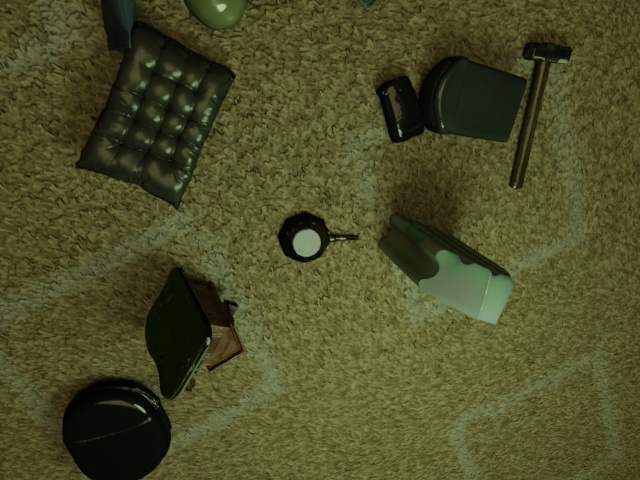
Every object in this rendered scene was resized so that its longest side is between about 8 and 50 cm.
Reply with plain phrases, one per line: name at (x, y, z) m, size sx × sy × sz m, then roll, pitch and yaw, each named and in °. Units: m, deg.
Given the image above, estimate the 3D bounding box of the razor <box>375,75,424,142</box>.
razor at (0.193, -0.315, 1.075) m, size 0.089 × 0.054 × 0.148 m, roll -26°, pitch 114°, yaw -7°

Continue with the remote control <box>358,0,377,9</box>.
remote control at (0.079, -0.566, 0.977) m, size 0.124 × 0.018 × 0.053 m, roll 40°, pitch 98°, yaw -22°

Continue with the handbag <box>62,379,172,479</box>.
handbag at (-0.534, 0.511, 1.192) m, size 0.253 × 0.093 × 0.308 m, roll -16°, pitch 112°, yaw -6°

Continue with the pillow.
pillow at (-0.349, -0.259, 0.954) m, size 0.228 × 0.101 × 0.327 m, roll 23°, pitch 105°, yaw -22°

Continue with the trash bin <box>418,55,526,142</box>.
trash bin at (0.358, -0.337, 1.082) m, size 0.236 × 0.101 × 0.177 m, roll 6°, pitch 107°, yaw -17°

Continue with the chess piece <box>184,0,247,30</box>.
chess piece at (-0.142, -0.563, 0.856) m, size 0.182 × 0.182 × 0.330 m, roll 36°, pitch 104°, yaw -22°

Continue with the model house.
model house at (-0.287, 0.221, 1.065) m, size 0.153 × 0.294 × 0.207 m, roll 20°, pitch 106°, yaw -39°

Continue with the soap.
soap at (0.300, 0.058, 1.077) m, size 0.208 × 0.347 × 0.115 m, roll 18°, pitch 104°, yaw -18°

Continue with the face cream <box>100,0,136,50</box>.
face cream at (-0.376, -0.560, 0.833) m, size 0.086 × 0.135 × 0.386 m, roll -7°, pitch 110°, yaw -40°

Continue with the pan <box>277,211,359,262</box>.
pan at (-0.004, -0.015, 1.143) m, size 0.201 × 0.048 × 0.129 m, roll -22°, pitch 112°, yaw -5°

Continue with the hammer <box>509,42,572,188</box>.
hammer at (0.550, -0.315, 1.168) m, size 0.111 × 0.043 × 0.366 m, roll -1°, pitch 112°, yaw -14°
